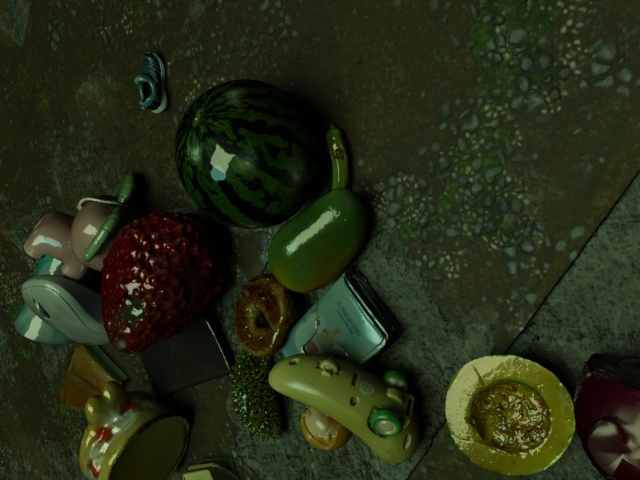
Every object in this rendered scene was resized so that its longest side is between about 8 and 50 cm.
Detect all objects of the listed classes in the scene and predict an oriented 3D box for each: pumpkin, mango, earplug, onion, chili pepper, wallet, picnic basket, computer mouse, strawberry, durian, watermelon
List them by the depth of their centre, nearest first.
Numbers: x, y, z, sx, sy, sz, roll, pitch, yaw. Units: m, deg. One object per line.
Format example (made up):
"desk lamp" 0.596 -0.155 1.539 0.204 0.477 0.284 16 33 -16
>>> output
"onion" 0.490 0.293 1.004 0.216 0.206 0.206 2 100 36
"pumpkin" 0.337 0.295 1.187 0.218 0.110 0.217 2 94 24
"watermelon" -0.144 -0.169 1.328 0.285 0.285 0.284 8 104 34
"mango" 0.000 0.000 1.344 0.156 0.114 0.251 38 111 -13
"chili pepper" 0.035 -0.130 1.348 0.049 0.043 0.207 3 102 22
"wallet" 0.035 0.201 1.397 0.250 0.075 0.176 -48 67 33
"strawberry" -0.378 0.085 1.526 0.292 0.310 0.291 12 111 36
"durian" -0.158 0.349 1.544 0.137 0.095 0.220 -6 84 21
"picnic basket" -0.261 0.629 1.688 0.115 0.080 0.164 -20 88 35
"wallet" -0.345 0.291 1.704 0.310 0.042 0.165 -26 86 37
"computer mouse" -0.628 0.193 1.740 0.184 0.297 0.121 -6 61 35
"earplug" -0.712 0.104 1.857 0.185 0.185 0.323 30 110 27

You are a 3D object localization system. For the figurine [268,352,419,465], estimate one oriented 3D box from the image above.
"figurine" 0.045 0.334 1.330 0.325 0.124 0.222 26 129 -2

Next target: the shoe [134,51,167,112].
"shoe" -0.404 -0.373 1.595 0.064 0.071 0.142 -2 94 35

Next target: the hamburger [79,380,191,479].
"hamburger" -0.486 0.497 1.697 0.186 0.261 0.302 29 153 27

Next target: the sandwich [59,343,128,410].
"sandwich" -0.648 0.437 1.938 0.212 0.063 0.244 39 120 22

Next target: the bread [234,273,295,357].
"bread" -0.122 0.163 1.481 0.193 0.064 0.193 -11 75 47

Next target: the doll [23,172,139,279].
"doll" -0.557 -0.036 1.656 0.216 0.284 0.268 34 115 -23
